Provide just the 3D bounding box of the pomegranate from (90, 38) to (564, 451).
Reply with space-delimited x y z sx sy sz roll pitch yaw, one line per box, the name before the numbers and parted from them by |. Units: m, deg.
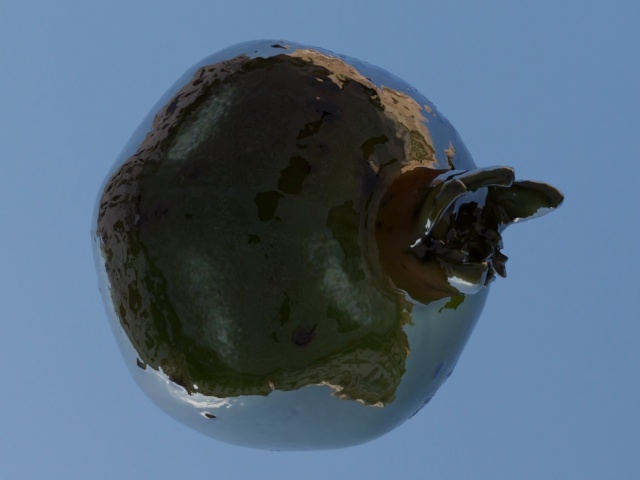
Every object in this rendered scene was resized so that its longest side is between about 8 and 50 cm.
pomegranate | -0.007 0.005 0.703 0.198 0.246 0.198 -1 -84 -13
